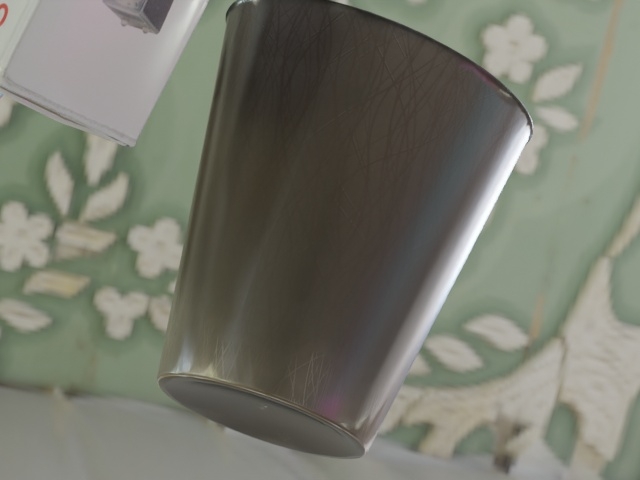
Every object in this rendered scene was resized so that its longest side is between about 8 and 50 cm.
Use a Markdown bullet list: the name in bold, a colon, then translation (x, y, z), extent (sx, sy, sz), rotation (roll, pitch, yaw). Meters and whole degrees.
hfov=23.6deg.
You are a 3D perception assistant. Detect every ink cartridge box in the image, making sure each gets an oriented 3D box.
- **ink cartridge box**: translation (-0.112, -0.177, 0.790), extent (0.092, 0.218, 0.158), rotation (26, -174, -37)

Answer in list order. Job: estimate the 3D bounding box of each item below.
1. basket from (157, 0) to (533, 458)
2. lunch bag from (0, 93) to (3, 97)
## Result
- **basket**: translation (0.000, 0.000, 0.904), extent (0.204, 0.227, 0.154), rotation (25, 161, -14)
- **lunch bag**: translation (-0.414, -0.137, 1.318), extent (0.120, 0.293, 0.258), rotation (61, -165, 6)
